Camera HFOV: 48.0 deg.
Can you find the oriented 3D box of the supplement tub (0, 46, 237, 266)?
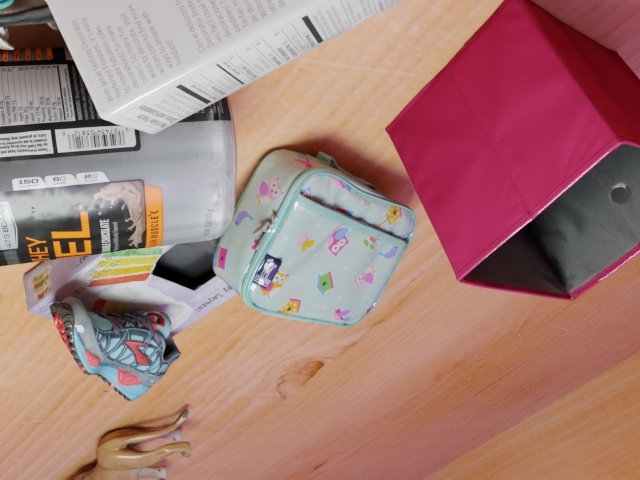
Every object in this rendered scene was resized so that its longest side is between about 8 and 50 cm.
[{"bbox_3d":[-0.265,-0.083,0.704,0.338,0.207,0.207,-7,145,-18],"label":"supplement tub"}]

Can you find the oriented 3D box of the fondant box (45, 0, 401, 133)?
[{"bbox_3d":[-0.053,-0.261,0.524,0.330,0.238,0.096,-26,177,8],"label":"fondant box"}]

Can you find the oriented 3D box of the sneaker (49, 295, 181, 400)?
[{"bbox_3d":[-0.278,0.127,1.009,0.125,0.104,0.262,-35,153,-8],"label":"sneaker"}]

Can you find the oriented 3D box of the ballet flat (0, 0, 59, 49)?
[{"bbox_3d":[-0.258,-0.214,0.628,0.281,0.095,0.096,-7,157,-20],"label":"ballet flat"}]

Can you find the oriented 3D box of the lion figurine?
[{"bbox_3d":[-0.429,0.489,1.541,0.240,0.142,0.392,6,125,-23],"label":"lion figurine"}]

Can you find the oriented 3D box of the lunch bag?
[{"bbox_3d":[0.000,0.000,1.006,0.279,0.108,0.224,19,106,-47],"label":"lunch bag"}]

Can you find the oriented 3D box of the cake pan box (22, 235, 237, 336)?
[{"bbox_3d":[-0.238,0.045,1.033,0.267,0.070,0.246,-33,147,19],"label":"cake pan box"}]

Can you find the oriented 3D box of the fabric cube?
[{"bbox_3d":[0.288,-0.106,0.919,0.254,0.258,0.259,11,136,-38],"label":"fabric cube"}]
